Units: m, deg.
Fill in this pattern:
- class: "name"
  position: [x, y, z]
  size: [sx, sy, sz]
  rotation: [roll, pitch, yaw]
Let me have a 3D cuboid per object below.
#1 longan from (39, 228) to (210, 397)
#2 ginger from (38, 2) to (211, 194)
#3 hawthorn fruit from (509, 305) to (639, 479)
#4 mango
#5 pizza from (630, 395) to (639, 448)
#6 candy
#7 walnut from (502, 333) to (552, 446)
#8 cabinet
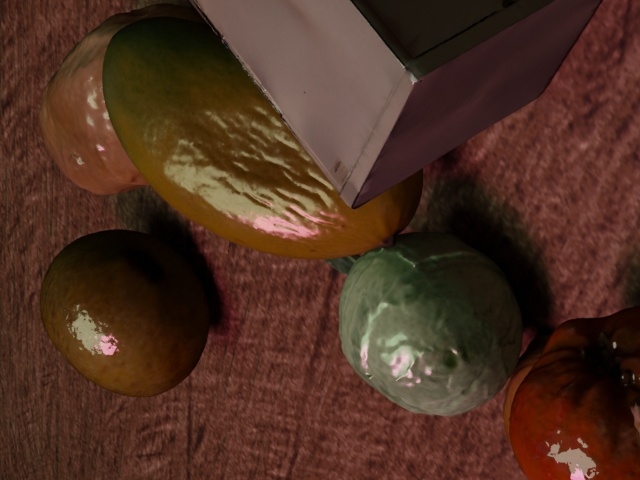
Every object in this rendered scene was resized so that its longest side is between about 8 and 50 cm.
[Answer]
- class: "longan"
  position: [-0.181, 0.071, 1.630]
  size: [0.176, 0.145, 0.154]
  rotation: [-51, 51, 41]
- class: "ginger"
  position: [-0.122, -0.098, 1.333]
  size: [0.267, 0.138, 0.152]
  rotation: [7, 115, 58]
- class: "hawthorn fruit"
  position: [0.175, 0.111, 1.030]
  size: [0.133, 0.133, 0.138]
  rotation: [27, 151, 49]
- class: "mango"
  position: [-0.043, -0.064, 1.170]
  size: [0.237, 0.091, 0.137]
  rotation: [14, 91, 25]
- class: "pizza"
  position: [0.317, 0.189, 0.864]
  size: [0.392, 0.080, 0.435]
  rotation: [29, 142, 29]
- class: "candy"
  position: [0.000, 0.000, 1.297]
  size: [0.440, 0.119, 0.119]
  rotation: [37, 149, 55]
- class: "walnut"
  position: [0.148, 0.117, 1.178]
  size: [0.091, 0.052, 0.121]
  rotation: [46, 152, 31]
- class: "cabinet"
  position: [0.025, -0.157, 0.975]
  size: [0.206, 0.145, 0.150]
  rotation: [52, 155, 13]
